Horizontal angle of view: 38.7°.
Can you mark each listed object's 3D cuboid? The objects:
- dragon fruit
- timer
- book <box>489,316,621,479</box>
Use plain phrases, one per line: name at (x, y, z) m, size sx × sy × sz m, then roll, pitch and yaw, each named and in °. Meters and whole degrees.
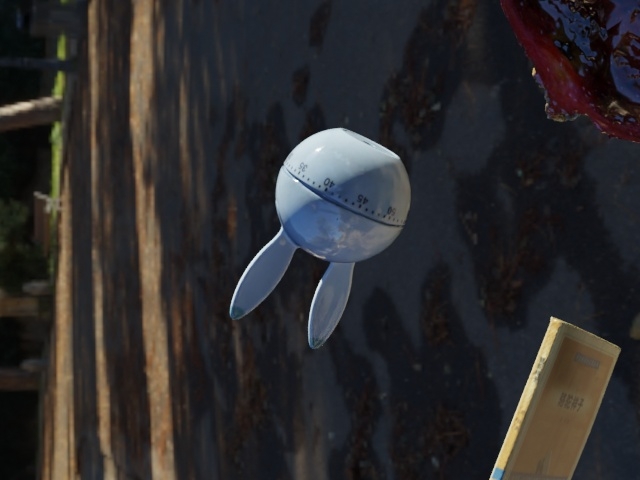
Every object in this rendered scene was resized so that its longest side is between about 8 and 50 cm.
dragon fruit at (0.244, -0.180, 0.728) m, size 0.262 × 0.134 × 0.211 m, roll 51°, pitch 157°, yaw 9°
timer at (0.004, -0.018, 1.089) m, size 0.255 × 0.175 × 0.175 m, roll -56°, pitch 34°, yaw 35°
book at (0.213, 0.201, 0.871) m, size 0.018 × 0.170 × 0.241 m, roll 21°, pitch 89°, yaw 37°
